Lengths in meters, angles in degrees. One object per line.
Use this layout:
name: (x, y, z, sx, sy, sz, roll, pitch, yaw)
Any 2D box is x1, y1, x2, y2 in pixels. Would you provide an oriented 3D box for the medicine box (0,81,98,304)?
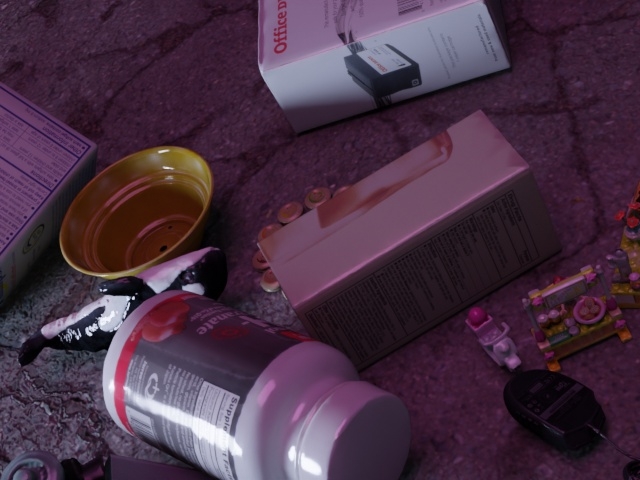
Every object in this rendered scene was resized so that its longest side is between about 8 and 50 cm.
medicine box: (-0.486, -0.066, 1.853, 0.263, 0.149, 0.289, 34, 66, 4)

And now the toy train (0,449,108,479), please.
toy train: (-0.344, 0.364, 1.483, 0.334, 0.142, 0.190, -31, 52, 0)

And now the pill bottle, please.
pill bottle: (-0.066, 0.174, 1.471, 0.318, 0.176, 0.176, 18, 61, 39)

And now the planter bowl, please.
planter bowl: (-0.218, -0.013, 1.790, 0.217, 0.090, 0.217, -15, 44, 15)

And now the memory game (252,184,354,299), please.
memory game: (0.000, 0.000, 1.717, 0.186, 0.012, 0.186, -15, 45, 15)

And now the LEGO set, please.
LEGO set: (0.287, 0.026, 1.468, 0.287, 0.107, 0.132, -41, 44, -11)

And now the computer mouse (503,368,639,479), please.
computer mouse: (0.278, 0.200, 1.370, 0.071, 0.041, 0.242, -32, 45, -27)

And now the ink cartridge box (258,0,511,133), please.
ink cartridge box: (0.082, -0.297, 1.864, 0.307, 0.129, 0.223, -16, 45, 15)

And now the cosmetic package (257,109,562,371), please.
cosmetic package: (0.100, 0.006, 1.558, 0.296, 0.153, 0.129, -30, 44, -1)

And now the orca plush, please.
orca plush: (-0.229, 0.108, 1.680, 0.287, 0.151, 0.102, -20, 75, 6)

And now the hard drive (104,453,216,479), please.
hard drive: (-0.161, 0.278, 1.470, 0.022, 0.135, 0.094, -58, 30, 35)
